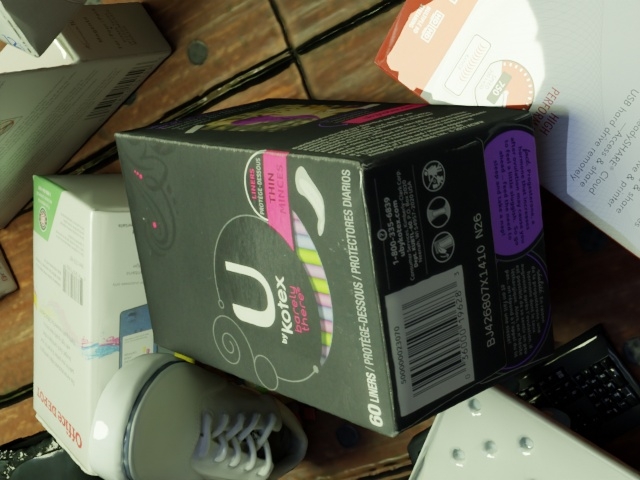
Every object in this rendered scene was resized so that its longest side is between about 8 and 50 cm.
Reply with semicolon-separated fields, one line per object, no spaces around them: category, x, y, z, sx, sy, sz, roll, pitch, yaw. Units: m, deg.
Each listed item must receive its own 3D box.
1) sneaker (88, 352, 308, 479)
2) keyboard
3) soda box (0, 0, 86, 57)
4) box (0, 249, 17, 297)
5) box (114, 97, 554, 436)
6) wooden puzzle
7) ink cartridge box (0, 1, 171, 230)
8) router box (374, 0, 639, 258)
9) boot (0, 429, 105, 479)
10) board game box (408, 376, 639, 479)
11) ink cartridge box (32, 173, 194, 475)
sneaker;-0.076;0.134;0.806;0.091;0.258;0.094;9;86;18
keyboard;0.133;0.129;0.802;0.192;0.038;0.100;-39;79;30
soda box;-0.161;-0.272;0.776;0.098;0.091;0.286;27;71;24
box;-0.452;-0.047;1.108;0.232;0.058;0.322;-29;83;32
box;0.000;0.000;0.736;0.270;0.143;0.165;11;114;51
wooden puzzle;-0.042;0.134;0.926;0.083;0.006;0.049;-21;88;32
ink cartridge box;-0.280;-0.078;0.890;0.275;0.239;0.060;-39;82;30
router box;0.237;-0.166;0.654;0.301;0.082;0.335;39;117;19
boot;-0.191;0.266;0.989;0.246;0.094;0.207;-10;98;38
board game box;0.202;0.334;0.770;0.390;0.050;0.390;31;120;22
ink cartridge box;-0.171;0.062;0.908;0.154;0.093;0.212;23;112;57
